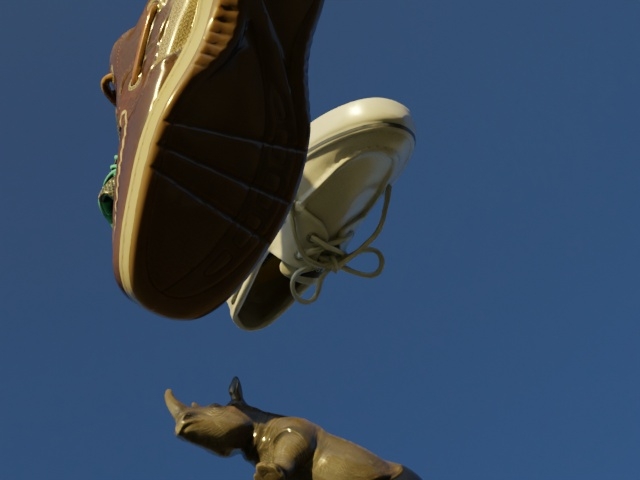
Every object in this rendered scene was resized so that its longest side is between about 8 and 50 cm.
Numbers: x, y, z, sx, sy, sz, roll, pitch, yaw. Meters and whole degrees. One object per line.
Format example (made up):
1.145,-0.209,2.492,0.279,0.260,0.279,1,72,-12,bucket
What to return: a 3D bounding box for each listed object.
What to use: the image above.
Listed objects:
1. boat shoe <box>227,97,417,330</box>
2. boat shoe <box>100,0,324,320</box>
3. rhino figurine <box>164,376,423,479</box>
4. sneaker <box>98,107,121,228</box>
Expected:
-0.008,-0.001,1.339,0.136,0.156,0.367,14,-38,-32,boat shoe
-0.085,-0.110,0.840,0.123,0.123,0.341,21,-106,-40,boat shoe
-0.019,0.179,0.937,0.243,0.106,0.073,28,-64,11,rhino figurine
-0.143,-0.047,0.950,0.076,0.166,0.065,0,-23,-45,sneaker
